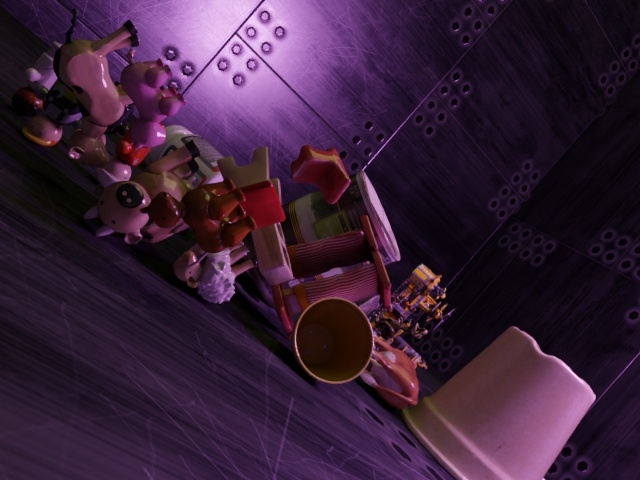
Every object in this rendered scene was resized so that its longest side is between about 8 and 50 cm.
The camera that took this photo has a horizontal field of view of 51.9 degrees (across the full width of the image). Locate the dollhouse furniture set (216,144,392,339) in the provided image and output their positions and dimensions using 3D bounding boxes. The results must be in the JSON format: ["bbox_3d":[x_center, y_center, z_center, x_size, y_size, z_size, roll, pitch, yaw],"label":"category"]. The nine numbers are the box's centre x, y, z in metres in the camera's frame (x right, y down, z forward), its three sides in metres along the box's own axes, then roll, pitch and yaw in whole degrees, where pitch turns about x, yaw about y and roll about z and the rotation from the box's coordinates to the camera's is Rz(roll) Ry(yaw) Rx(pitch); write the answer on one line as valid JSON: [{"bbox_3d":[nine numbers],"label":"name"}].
[{"bbox_3d":[-0.008,0.005,1.056,0.374,0.201,0.152,72,2,-61],"label":"dollhouse furniture set"}]

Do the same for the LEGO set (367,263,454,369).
[{"bbox_3d":[0.242,0.241,1.757,0.192,0.331,0.255,43,-19,15],"label":"LEGO set"}]

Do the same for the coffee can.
[{"bbox_3d":[0.000,0.000,1.357,0.201,0.275,0.202,-23,90,-79],"label":"coffee can"}]

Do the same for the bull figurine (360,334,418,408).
[{"bbox_3d":[0.144,0.283,1.460,0.188,0.101,0.310,37,-1,1],"label":"bull figurine"}]

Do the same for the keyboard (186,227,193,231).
[{"bbox_3d":[-0.297,-0.056,1.322,0.108,0.023,0.180,31,3,-13],"label":"keyboard"}]

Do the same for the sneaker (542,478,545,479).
[{"bbox_3d":[0.537,0.617,1.545,0.296,0.112,0.131,42,1,7],"label":"sneaker"}]

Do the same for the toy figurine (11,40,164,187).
[{"bbox_3d":[-0.391,-0.201,1.085,0.209,0.148,0.213,31,11,-48],"label":"toy figurine"}]

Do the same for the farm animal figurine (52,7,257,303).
[{"bbox_3d":[-0.235,-0.080,0.870,0.330,0.172,0.327,56,-13,17],"label":"farm animal figurine"}]

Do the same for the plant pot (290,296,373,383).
[{"bbox_3d":[0.006,0.165,1.066,0.134,0.134,0.095,41,-23,-7],"label":"plant pot"}]

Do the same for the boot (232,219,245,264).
[{"bbox_3d":[-0.134,0.044,1.590,0.178,0.085,0.236,44,1,-34],"label":"boot"}]

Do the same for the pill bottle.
[{"bbox_3d":[-0.319,-0.174,1.698,0.283,0.161,0.161,43,2,35],"label":"pill bottle"}]

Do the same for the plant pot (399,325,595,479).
[{"bbox_3d":[0.393,0.365,1.385,0.334,0.305,0.334,42,1,-1],"label":"plant pot"}]

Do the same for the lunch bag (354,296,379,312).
[{"bbox_3d":[0.012,0.099,1.736,0.287,0.169,0.235,46,-8,13],"label":"lunch bag"}]
